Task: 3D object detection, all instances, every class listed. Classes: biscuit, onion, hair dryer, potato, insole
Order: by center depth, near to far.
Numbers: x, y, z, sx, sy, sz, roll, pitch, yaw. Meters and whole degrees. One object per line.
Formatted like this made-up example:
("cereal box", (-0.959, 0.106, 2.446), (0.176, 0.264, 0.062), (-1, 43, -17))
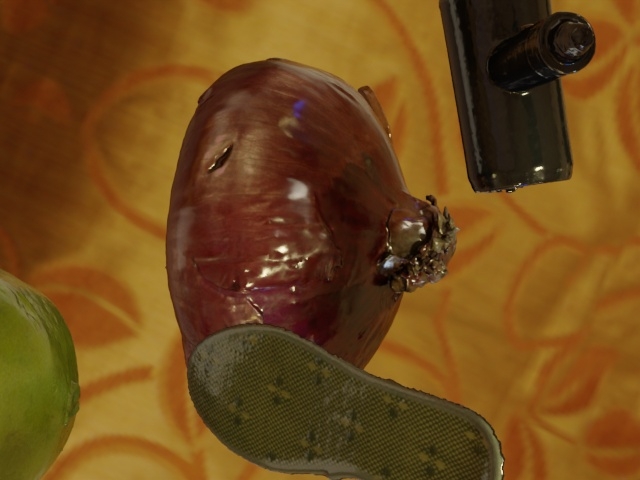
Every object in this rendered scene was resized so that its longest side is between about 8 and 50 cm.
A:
("hair dryer", (0.122, -0.089, 1.091), (0.070, 0.255, 0.128), (-9, 93, -3))
("potato", (-0.229, 0.100, 1.119), (0.253, 0.148, 0.186), (-23, 129, -67))
("insole", (0.007, 0.125, 1.321), (0.007, 0.322, 0.109), (-8, 106, -41))
("onion", (0.000, 0.000, 1.779), (0.347, 0.285, 0.348), (3, 90, -71))
("biscuit", (0.060, -0.122, 2.044), (0.015, 0.091, 0.078), (-15, 147, -11))
